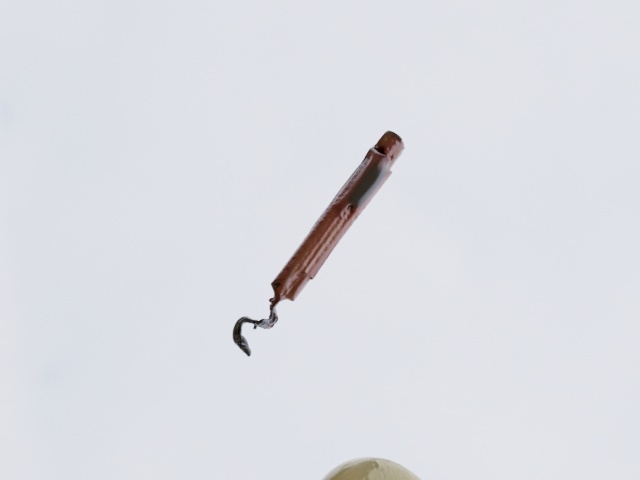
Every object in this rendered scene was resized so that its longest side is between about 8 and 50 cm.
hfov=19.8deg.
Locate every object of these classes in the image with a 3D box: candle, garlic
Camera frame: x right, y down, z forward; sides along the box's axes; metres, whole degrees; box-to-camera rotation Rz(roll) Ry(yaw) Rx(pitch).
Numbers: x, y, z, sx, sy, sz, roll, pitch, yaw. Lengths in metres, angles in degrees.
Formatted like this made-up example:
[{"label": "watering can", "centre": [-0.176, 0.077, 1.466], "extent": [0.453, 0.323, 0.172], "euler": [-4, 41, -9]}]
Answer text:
[{"label": "candle", "centre": [0.000, -0.001, 1.082], "extent": [0.021, 0.167, 0.026], "euler": [42, -23, -11]}, {"label": "garlic", "centre": [0.027, 0.148, 1.028], "extent": [0.041, 0.083, 0.053], "euler": [110, -29, -56]}]
